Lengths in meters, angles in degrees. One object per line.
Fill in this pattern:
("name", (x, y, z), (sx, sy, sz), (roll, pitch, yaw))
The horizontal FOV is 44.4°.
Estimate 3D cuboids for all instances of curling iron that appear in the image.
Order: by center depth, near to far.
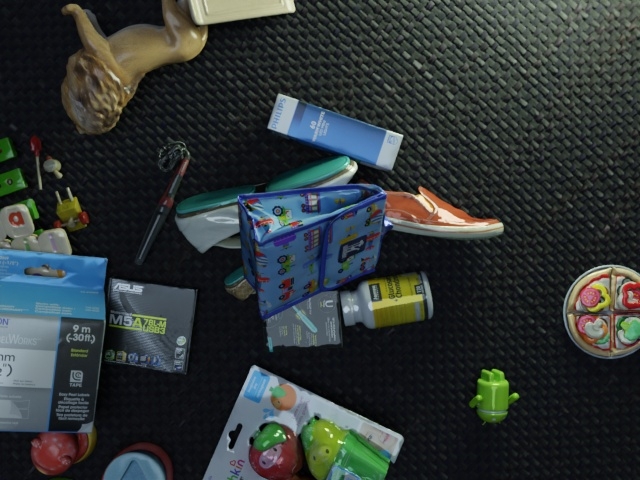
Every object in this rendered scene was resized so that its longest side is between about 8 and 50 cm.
("curling iron", (-0.341, -0.079, 1.655), (0.068, 0.035, 0.274), (18, 93, 4))

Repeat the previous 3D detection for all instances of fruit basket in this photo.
("fruit basket", (-0.050, 0.478, 1.623), (0.353, 0.165, 0.327), (24, 93, 2))

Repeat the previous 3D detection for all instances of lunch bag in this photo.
("lunch bag", (0.000, 0.000, 1.523), (0.293, 0.138, 0.221), (-15, 138, -15))

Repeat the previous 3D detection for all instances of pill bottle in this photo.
("pill bottle", (0.136, 0.127, 1.628), (0.184, 0.103, 0.103), (-10, 93, 1))

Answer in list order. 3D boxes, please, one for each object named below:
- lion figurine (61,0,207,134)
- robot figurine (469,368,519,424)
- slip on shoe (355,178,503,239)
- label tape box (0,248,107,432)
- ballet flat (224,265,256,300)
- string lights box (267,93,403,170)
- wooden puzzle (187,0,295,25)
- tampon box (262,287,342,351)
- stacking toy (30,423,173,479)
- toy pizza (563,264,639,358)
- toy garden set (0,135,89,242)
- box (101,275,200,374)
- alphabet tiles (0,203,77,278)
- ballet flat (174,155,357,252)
("lion figurine", (-0.361, -0.390, 1.587), (0.392, 0.142, 0.240), (-26, 96, -1))
("robot figurine", (0.363, 0.332, 1.656), (0.101, 0.067, 0.115), (0, 93, -19))
("slip on shoe", (0.215, -0.059, 1.615), (0.331, 0.123, 0.101), (11, 89, 5))
("label tape box", (-0.566, 0.201, 1.566), (0.249, 0.115, 0.348), (7, 94, -19))
("ballet flat", (-0.105, 0.057, 1.655), (0.206, 0.073, 0.067), (-32, 120, 5))
("string lights box", (0.029, -0.215, 1.594), (0.259, 0.133, 0.077), (19, 94, -1))
("wooden puzzle", (-0.179, -0.553, 1.580), (0.238, 0.044, 0.221), (-16, 94, -29))
("tampon box", (-0.038, 0.161, 1.633), (0.160, 0.101, 0.121), (-4, 94, 0))
("stacking toy", (-0.484, 0.534, 1.645), (0.308, 0.130, 0.280), (20, 93, 0))
("toy pizza", (0.617, 0.153, 1.661), (0.201, 0.032, 0.201), (0, 93, 0))
("toy garden set", (-0.613, -0.098, 1.652), (0.203, 0.049, 0.244), (-19, 92, 3))
("box", (-0.362, 0.179, 1.666), (0.190, 0.045, 0.184), (9, 96, -1))
("alphabet tiles", (-0.653, 0.064, 1.633), (0.284, 0.021, 0.278), (-11, 114, 0))
("ballet flat", (-0.100, -0.064, 1.598), (0.400, 0.139, 0.139), (-15, 93, 15))
